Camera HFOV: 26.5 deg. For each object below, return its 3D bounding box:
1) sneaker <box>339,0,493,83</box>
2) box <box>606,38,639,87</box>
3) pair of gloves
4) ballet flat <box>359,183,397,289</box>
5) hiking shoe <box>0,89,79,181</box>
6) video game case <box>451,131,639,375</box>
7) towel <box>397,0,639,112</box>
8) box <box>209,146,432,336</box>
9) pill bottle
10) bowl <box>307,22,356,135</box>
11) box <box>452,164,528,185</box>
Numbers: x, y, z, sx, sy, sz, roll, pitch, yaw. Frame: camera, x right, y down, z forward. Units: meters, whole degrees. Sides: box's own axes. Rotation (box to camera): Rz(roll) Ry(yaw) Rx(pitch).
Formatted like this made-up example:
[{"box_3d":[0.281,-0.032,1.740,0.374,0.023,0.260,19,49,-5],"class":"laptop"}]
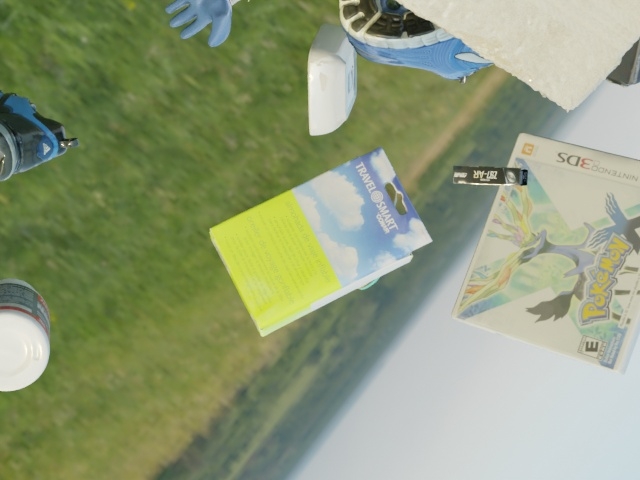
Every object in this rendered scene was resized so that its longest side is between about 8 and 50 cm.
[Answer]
[{"box_3d":[0.185,-0.256,1.526,0.147,0.330,0.129,90,-2,-77],"class":"sneaker"},{"box_3d":[0.492,-0.539,1.938,0.472,0.297,0.479,-30,136,-41],"class":"box"},{"box_3d":[-0.150,-0.327,1.599,0.159,0.198,0.023,-17,-166,48],"class":"pair of gloves"},{"box_3d":[0.049,-0.027,1.674,0.080,0.073,0.232,-40,-161,22],"class":"ballet flat"},{"box_3d":[-0.479,-0.168,1.955,0.132,0.304,0.113,-14,126,-37],"class":"hiking shoe"},{"box_3d":[0.392,0.013,2.137,0.036,0.300,0.329,29,81,-56],"class":"video game case"},{"box_3d":[0.203,-0.259,1.334,0.187,0.282,0.049,-48,-154,27],"class":"towel"},{"box_3d":[0.000,0.000,1.257,0.178,0.109,0.042,-26,169,-7],"class":"box"},{"box_3d":[-0.405,0.114,1.767,0.108,0.108,0.180,-53,-161,8],"class":"pill bottle"},{"box_3d":[0.019,-0.233,1.967,0.142,0.053,0.142,-67,159,-57],"class":"bowl"},{"box_3d":[0.170,-0.065,1.356,0.083,0.067,0.018,-12,105,-77],"class":"box"}]
